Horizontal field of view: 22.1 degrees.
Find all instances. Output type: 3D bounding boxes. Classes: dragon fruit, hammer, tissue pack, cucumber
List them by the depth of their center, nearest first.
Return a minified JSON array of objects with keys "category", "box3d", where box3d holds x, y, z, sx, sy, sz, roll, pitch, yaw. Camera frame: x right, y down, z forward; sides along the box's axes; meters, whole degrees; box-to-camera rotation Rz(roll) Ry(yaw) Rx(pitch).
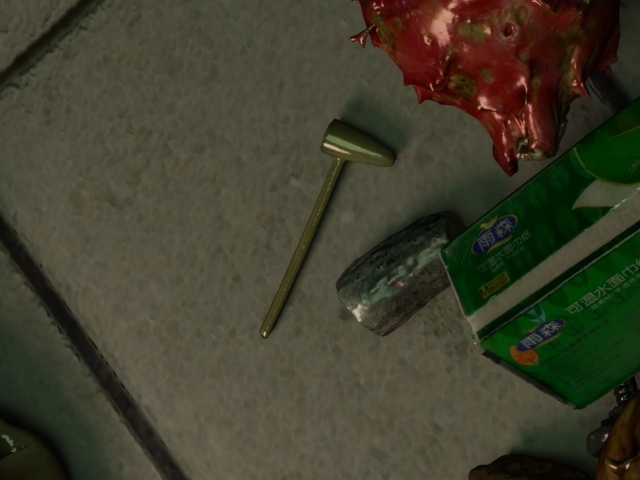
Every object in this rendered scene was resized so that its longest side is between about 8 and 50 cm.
[{"category":"dragon fruit","box3d":[0.125,-0.183,1.164,0.205,0.210,0.268,-20,88,62]},{"category":"tissue pack","box3d":[0.208,-0.009,1.188,0.209,0.148,0.156,-38,47,22]},{"category":"cucumber","box3d":[0.069,0.024,1.286,0.112,0.064,0.064,-38,84,19]},{"category":"hammer","box3d":[0.000,0.000,1.329,0.060,0.028,0.195,26,109,8]}]

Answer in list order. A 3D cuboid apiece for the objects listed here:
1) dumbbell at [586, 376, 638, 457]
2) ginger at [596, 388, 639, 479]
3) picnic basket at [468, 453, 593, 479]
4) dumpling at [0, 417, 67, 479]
[{"category":"dumbbell","box3d":[0.250,0.197,1.209,0.082,0.081,0.254,-21,68,22]},{"category":"ginger","box3d":[0.294,0.089,1.041,0.152,0.274,0.357,39,90,30]},{"category":"picnic basket","box3d":[0.157,0.267,1.271,0.110,0.055,0.193,8,100,42]},{"category":"dumpling","box3d":[-0.327,0.187,1.440,0.332,0.086,0.166,19,136,17]}]
